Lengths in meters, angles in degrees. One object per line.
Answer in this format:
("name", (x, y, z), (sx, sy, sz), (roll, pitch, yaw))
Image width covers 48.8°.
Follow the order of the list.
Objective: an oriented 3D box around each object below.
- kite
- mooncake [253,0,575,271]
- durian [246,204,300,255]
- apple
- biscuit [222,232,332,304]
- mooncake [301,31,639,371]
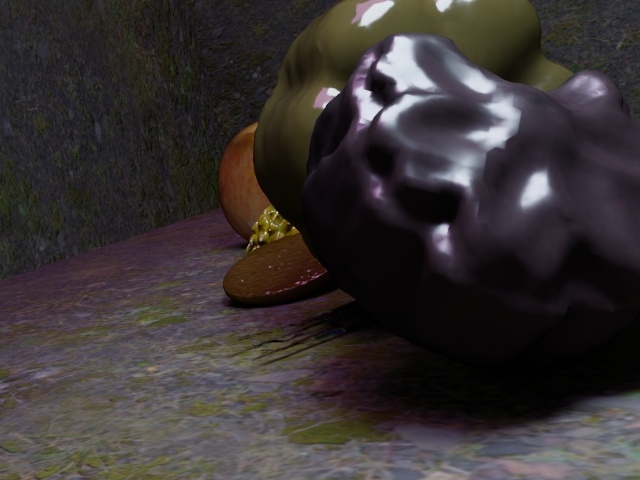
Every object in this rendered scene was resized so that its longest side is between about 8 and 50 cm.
("kite", (0.012, 0.119, 1.015), (0.285, 0.015, 0.152), (-12, 6, -31))
("mooncake", (0.144, -0.140, 1.026), (0.466, 0.467, 0.262), (-15, 9, -15))
("durian", (-0.003, 0.005, 1.536), (0.305, 0.186, 0.195), (-9, 28, -35))
("apple", (-0.103, -0.177, 2.015), (0.391, 0.347, 0.391), (-12, 14, 3))
("biscuit", (-0.060, 0.051, 1.339), (0.261, 0.037, 0.262), (-16, 21, 7))
("mooncake", (0.182, -0.045, 0.726), (0.380, 0.351, 0.212), (1, -33, -16))
